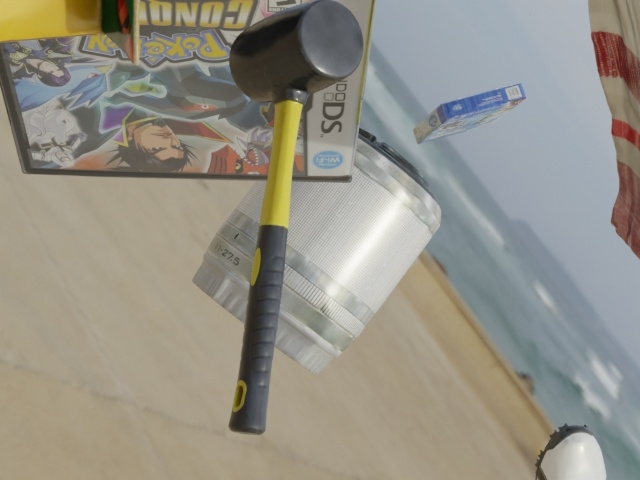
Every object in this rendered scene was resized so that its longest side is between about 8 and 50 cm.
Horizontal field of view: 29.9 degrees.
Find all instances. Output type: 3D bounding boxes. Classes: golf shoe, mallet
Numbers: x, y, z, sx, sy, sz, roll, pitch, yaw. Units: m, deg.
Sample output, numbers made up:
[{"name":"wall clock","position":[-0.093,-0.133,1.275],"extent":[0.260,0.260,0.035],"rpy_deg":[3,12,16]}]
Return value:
[{"name":"golf shoe","position":[0.250,0.277,1.145],"extent":[0.094,0.077,0.198],"rpy_deg":[-152,-117,-72]},{"name":"mallet","position":[-0.014,-0.014,0.512],"extent":[0.039,0.062,0.190],"rpy_deg":[15,69,-34]}]

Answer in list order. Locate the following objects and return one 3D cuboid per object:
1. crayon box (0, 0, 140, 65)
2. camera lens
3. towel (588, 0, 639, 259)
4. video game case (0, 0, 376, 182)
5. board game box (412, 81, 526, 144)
[{"name":"crayon box","position":[-0.181,-0.227,0.608],"extent":[0.318,0.081,0.202],"rpy_deg":[38,-49,50]},{"name":"camera lens","position":[0.000,0.000,1.493],"extent":[0.219,0.274,0.219],"rpy_deg":[37,-3,2]},{"name":"towel","position":[0.197,-0.122,0.768],"extent":[0.237,0.037,0.329],"rpy_deg":[-71,149,-72]},{"name":"video game case","position":[-0.102,-0.128,0.895],"extent":[0.248,0.275,0.035],"rpy_deg":[96,-6,-58]},{"name":"board game box","position":[0.149,-0.127,1.209],"extent":[0.090,0.090,0.020],"rpy_deg":[143,-70,-73]}]
